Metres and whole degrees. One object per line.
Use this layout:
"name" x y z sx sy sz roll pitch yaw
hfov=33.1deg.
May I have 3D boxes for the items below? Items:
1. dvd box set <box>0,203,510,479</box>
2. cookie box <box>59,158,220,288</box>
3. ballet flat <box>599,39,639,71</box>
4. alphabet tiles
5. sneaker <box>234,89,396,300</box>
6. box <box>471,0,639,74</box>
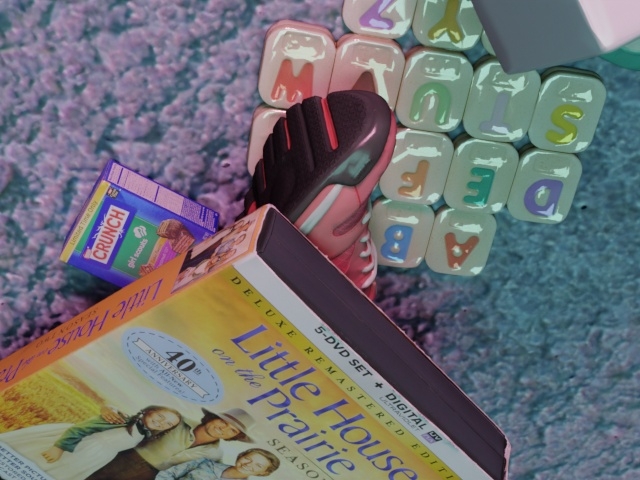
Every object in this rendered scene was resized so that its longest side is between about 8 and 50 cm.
"dvd box set" -0.098 0.169 0.923 0.420 0.062 0.307 -28 120 32
"cookie box" -0.155 -0.004 0.927 0.107 0.040 0.092 26 117 -16
"ballet flat" 0.201 -0.195 0.795 0.247 0.087 0.083 30 97 -19
"alphabet tiles" 0.086 -0.094 0.894 0.284 0.021 0.278 8 120 -7
"sneaker" 0.000 0.000 0.890 0.136 0.116 0.314 15 135 -22
"box" 0.253 -0.250 0.634 0.345 0.215 0.168 -26 97 -1
